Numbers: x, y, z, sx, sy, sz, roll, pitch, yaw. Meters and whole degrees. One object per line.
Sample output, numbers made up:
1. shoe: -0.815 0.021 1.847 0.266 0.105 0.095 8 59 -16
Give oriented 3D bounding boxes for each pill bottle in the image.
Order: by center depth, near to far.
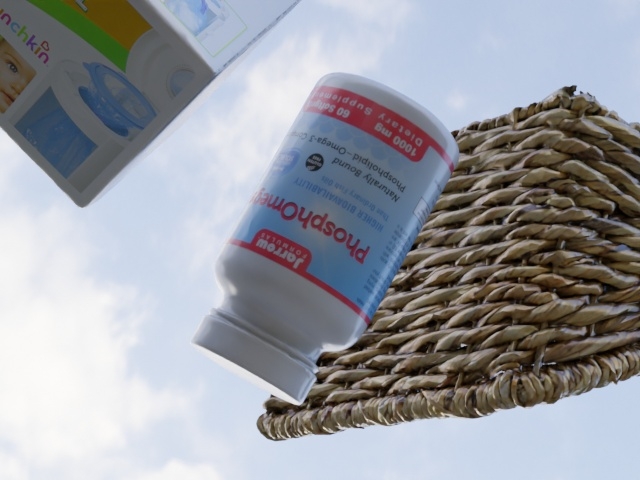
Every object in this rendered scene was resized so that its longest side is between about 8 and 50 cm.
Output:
1. pill bottle: 0.000 0.000 0.725 0.087 0.087 0.160 31 -101 -10

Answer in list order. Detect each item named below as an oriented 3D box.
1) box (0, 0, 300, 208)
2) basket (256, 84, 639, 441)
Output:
1. box: -0.122 -0.136 0.613 0.203 0.103 0.114 45 -50 -6
2. basket: 0.130 0.063 0.986 0.213 0.223 0.299 28 -28 -29
